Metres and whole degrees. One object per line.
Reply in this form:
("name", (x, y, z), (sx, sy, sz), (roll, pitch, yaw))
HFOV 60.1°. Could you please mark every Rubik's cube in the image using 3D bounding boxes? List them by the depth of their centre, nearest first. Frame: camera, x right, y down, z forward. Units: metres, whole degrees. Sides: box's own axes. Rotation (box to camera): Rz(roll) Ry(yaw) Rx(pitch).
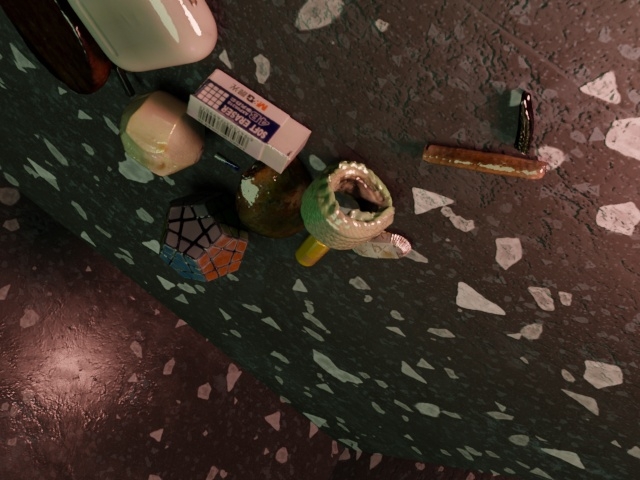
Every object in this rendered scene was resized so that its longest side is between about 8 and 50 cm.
("Rubik's cube", (-0.389, -0.017, 1.850), (0.319, 0.264, 0.319), (23, 149, 15))

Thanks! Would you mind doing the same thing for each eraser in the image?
("eraser", (-0.178, -0.297, 1.387), (0.287, 0.130, 0.086), (34, 146, 0))

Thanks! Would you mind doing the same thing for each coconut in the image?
("coconut", (-0.429, -0.295, 1.544), (0.241, 0.241, 0.241), (24, 149, 15))

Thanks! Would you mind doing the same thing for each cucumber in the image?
("cucumber", (0.392, -0.221, 1.056), (0.034, 0.033, 0.135), (15, 146, 22))

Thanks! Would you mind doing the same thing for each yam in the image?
("yam", (0.342, -0.167, 1.170), (0.264, 0.046, 0.046), (15, 146, 30))

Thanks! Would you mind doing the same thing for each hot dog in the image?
("hot dog", (0.172, 0.012, 1.585), (0.192, 0.053, 0.099), (-2, 137, 40))

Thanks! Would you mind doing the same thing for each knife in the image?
("knife", (-0.582, -0.504, 1.512), (0.072, 0.019, 0.245), (18, 142, 34))

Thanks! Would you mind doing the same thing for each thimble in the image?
("thimble", (0.069, -0.086, 1.383), (0.219, 0.219, 0.150), (38, 149, -9))

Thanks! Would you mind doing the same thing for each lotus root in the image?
("lotus root", (-0.118, -0.106, 1.574), (0.142, 0.210, 0.314), (34, 165, 21))

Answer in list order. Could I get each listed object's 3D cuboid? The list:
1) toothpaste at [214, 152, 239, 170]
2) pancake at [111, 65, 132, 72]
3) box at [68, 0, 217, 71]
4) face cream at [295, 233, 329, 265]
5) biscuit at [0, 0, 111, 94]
("toothpaste", (-0.283, -0.238, 1.682), (0.083, 0.015, 0.024), (32, 158, -10))
("pancake", (-0.573, -0.551, 1.480), (0.212, 0.029, 0.235), (30, 148, 6))
("box", (-0.410, -0.528, 1.252), (0.349, 0.141, 0.288), (6, 142, 37))
("face cream", (0.000, 0.000, 1.699), (0.078, 0.078, 0.273), (35, 150, -5))
("biscuit", (-0.710, -0.584, 1.464), (0.407, 0.091, 0.407), (34, 152, 21))
